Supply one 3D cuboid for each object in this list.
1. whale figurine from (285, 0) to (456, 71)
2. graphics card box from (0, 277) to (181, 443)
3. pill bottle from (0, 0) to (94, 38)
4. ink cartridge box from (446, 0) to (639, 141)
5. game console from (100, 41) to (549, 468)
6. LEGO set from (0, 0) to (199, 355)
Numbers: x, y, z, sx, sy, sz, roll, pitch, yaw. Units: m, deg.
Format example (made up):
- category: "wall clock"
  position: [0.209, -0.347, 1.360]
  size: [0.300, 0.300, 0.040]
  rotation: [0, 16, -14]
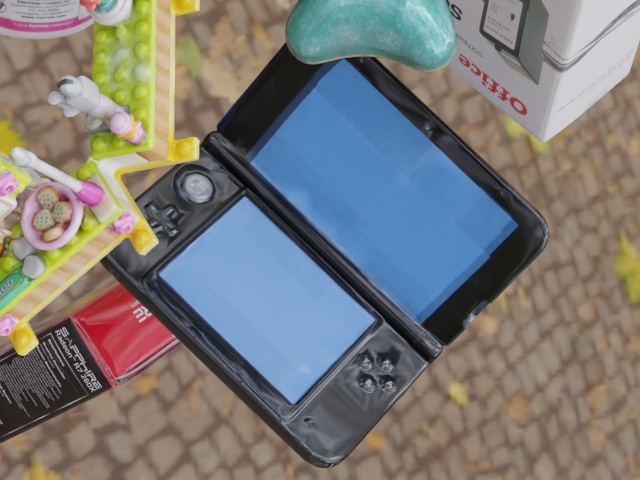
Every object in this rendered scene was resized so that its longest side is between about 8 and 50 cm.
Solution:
- category: "whale figurine"
  position: [0.041, -0.241, 0.937]
  size: [0.141, 0.216, 0.272]
  rotation: [60, 39, -73]
- category: "graphics card box"
  position: [-0.275, 0.124, 1.724]
  size: [0.233, 0.371, 0.094]
  rotation: [-36, 96, -46]
- category: "pill bottle"
  position: [-0.234, -0.313, 1.294]
  size: [0.160, 0.283, 0.160]
  rotation: [6, 56, -9]
- category: "ink cartridge box"
  position: [0.154, -0.233, 1.198]
  size: [0.115, 0.273, 0.198]
  rotation: [-40, 69, -21]
- category: "game console"
  position: [0.000, 0.000, 1.354]
  size: [0.293, 0.173, 0.250]
  rotation: [43, 54, 4]
- category: "LEGO set"
  position: [-0.139, -0.061, 0.756]
  size: [0.287, 0.132, 0.107]
  rotation: [-59, 151, -1]
